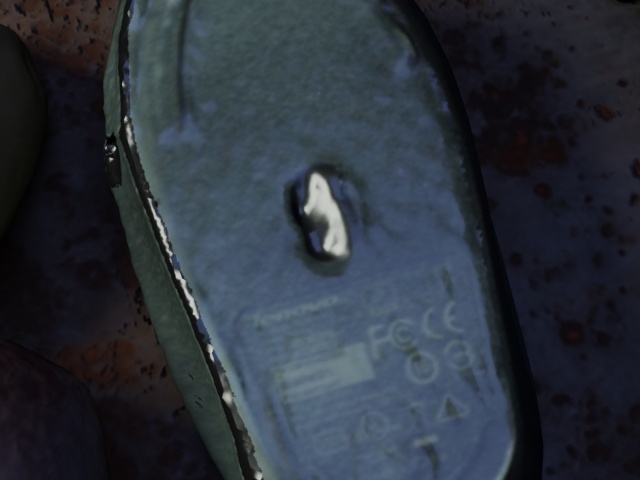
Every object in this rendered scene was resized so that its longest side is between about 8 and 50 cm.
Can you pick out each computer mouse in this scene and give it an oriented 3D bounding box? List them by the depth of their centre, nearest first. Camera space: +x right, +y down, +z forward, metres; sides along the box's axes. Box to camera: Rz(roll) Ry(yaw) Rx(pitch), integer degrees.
[{"bbox_3d":[-0.002,0.001,0.579,0.203,0.114,0.374,-14,74,-4],"label":"computer mouse"}]

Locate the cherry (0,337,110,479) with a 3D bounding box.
[{"bbox_3d":[-0.198,0.147,0.461,0.266,0.183,0.213,-36,113,-35],"label":"cherry"}]

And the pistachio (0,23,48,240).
[{"bbox_3d":[-0.228,-0.040,0.569,0.137,0.153,0.238,23,38,-6],"label":"pistachio"}]
